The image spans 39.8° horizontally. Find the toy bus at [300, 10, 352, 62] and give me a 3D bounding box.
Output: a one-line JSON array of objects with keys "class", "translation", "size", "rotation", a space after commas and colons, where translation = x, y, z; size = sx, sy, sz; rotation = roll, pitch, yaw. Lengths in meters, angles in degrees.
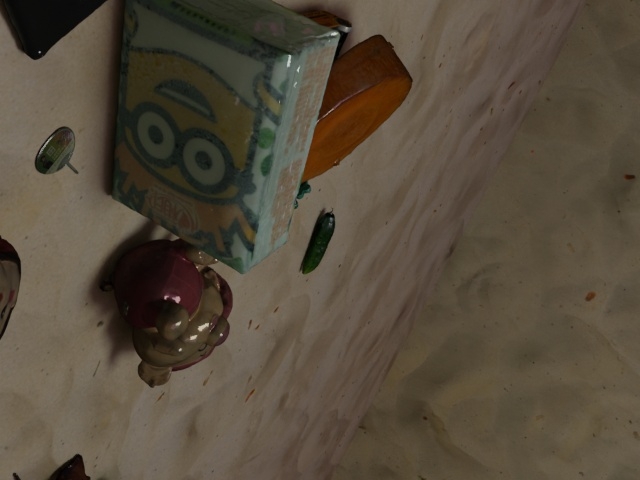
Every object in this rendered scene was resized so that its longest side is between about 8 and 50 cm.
[{"class": "toy bus", "translation": [-0.018, -0.303, 1.332], "size": [0.162, 0.074, 0.069], "rotation": [-32, 153, -56]}]

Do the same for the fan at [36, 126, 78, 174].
[{"class": "fan", "translation": [-0.307, -0.094, 1.031], "size": [0.060, 0.003, 0.080], "rotation": [-43, 153, -38]}]

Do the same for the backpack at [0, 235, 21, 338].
[{"class": "backpack", "translation": [-0.399, 0.077, 0.869], "size": [0.229, 0.139, 0.229], "rotation": [-63, 178, -3]}]

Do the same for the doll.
[{"class": "doll", "translation": [-0.211, 0.102, 1.314], "size": [0.196, 0.152, 0.256], "rotation": [-38, 157, -20]}]

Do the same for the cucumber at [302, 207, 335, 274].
[{"class": "cucumber", "translation": [0.000, 0.000, 1.835], "size": [0.039, 0.039, 0.167], "rotation": [-26, 142, -57]}]

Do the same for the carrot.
[{"class": "carrot", "translation": [0.022, -0.203, 1.425], "size": [0.307, 0.100, 0.258], "rotation": [-39, 171, -40]}]

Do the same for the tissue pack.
[{"class": "tissue pack", "translation": [-0.129, -0.144, 1.065], "size": [0.128, 0.228, 0.310], "rotation": [-38, 151, -47]}]

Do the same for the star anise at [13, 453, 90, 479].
[{"class": "star anise", "translation": [-0.422, 0.412, 1.354], "size": [0.144, 0.158, 0.140], "rotation": [14, 97, -35]}]

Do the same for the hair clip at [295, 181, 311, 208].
[{"class": "hair clip", "translation": [-0.058, -0.074, 1.586], "size": [0.173, 0.049, 0.049], "rotation": [-54, 159, -22]}]

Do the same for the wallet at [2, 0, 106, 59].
[{"class": "wallet", "translation": [-0.262, -0.306, 0.819], "size": [0.146, 0.030, 0.285], "rotation": [-48, 157, -22]}]
